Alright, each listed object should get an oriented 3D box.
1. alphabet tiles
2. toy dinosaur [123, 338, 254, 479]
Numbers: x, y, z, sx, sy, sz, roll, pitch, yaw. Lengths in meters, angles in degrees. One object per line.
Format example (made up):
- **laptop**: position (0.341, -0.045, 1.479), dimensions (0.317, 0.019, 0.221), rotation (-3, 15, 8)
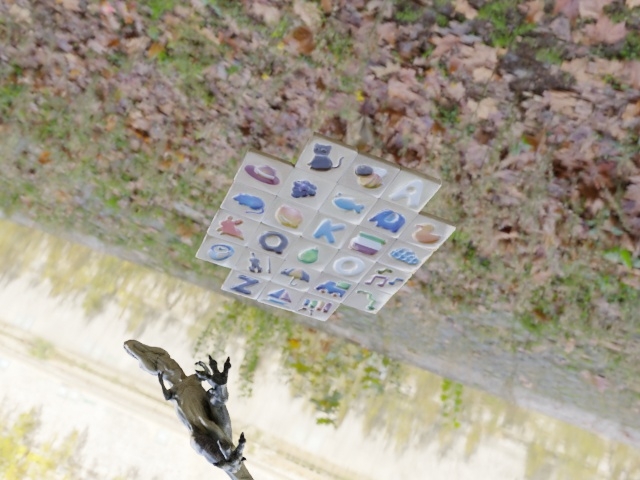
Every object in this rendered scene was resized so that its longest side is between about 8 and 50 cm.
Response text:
- **alphabet tiles**: position (0.000, 0.000, 0.945), dimensions (0.285, 0.011, 0.342), rotation (19, 139, -16)
- **toy dinosaur**: position (-0.104, 0.185, 0.688), dimensions (0.268, 0.064, 0.118), rotation (55, 148, 18)
